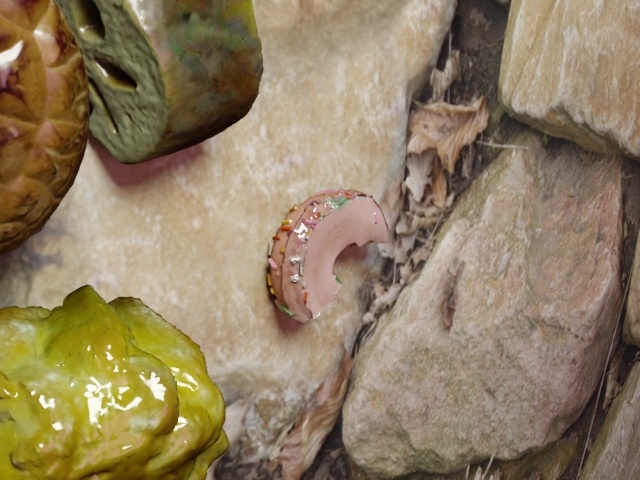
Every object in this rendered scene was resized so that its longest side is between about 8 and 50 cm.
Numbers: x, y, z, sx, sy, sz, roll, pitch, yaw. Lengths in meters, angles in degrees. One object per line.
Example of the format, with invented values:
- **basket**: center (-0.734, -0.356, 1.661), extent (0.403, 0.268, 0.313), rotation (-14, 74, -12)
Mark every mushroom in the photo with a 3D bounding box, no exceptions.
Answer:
- **mushroom**: center (-0.267, -0.089, 0.463), extent (0.253, 0.153, 0.253), rotation (-14, 115, -32)

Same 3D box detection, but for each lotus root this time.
- **lotus root**: center (-0.137, -0.175, 0.589), extent (0.119, 0.138, 0.235), rotation (-43, 123, -41)

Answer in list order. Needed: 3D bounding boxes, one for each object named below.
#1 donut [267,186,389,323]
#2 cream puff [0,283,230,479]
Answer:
- **donut**: center (0.000, 0.000, 0.808), extent (0.166, 0.065, 0.117), rotation (-46, 131, -28)
- **cream puff**: center (-0.188, 0.145, 0.567), extent (0.244, 0.196, 0.244), rotation (-41, 171, -8)
